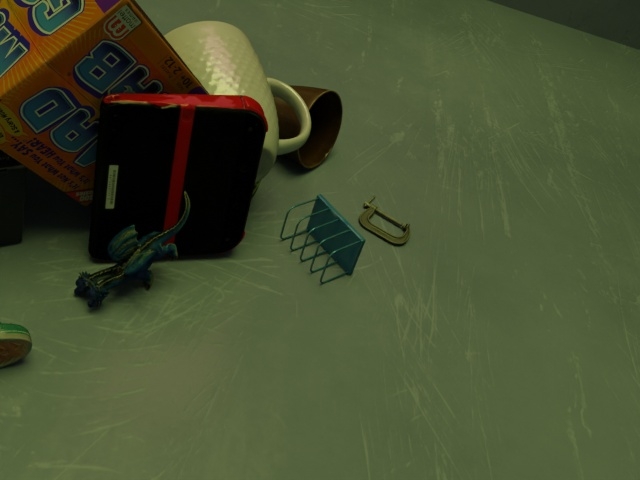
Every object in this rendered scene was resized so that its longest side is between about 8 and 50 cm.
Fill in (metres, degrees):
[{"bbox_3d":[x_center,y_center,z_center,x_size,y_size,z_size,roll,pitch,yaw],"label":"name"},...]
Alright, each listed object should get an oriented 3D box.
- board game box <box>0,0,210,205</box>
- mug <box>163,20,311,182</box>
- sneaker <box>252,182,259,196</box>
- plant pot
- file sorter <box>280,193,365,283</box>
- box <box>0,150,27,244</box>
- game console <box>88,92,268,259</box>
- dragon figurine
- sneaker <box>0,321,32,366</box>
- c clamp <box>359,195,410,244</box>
[{"bbox_3d":[-0.506,-0.363,1.527,0.356,0.356,0.356,-38,62,1],"label":"board game box"},{"bbox_3d":[-0.195,-0.295,1.785,0.374,0.276,0.328,-6,59,-30],"label":"mug"},{"bbox_3d":[-0.185,-0.210,1.943,0.111,0.121,0.299,6,60,4],"label":"sneaker"},{"bbox_3d":[-0.093,-0.335,2.070,0.231,0.215,0.215,24,38,24],"label":"plant pot"},{"bbox_3d":[0.000,0.000,1.785,0.105,0.118,0.170,-23,56,-35],"label":"file sorter"},{"bbox_3d":[-0.805,-0.173,1.545,0.294,0.212,0.395,-12,49,-34],"label":"box"},{"bbox_3d":[-0.295,-0.125,1.580,0.342,0.386,0.060,-2,38,-25],"label":"game console"},{"bbox_3d":[-0.365,0.025,1.527,0.085,0.289,0.144,48,11,15],"label":"dragon figurine"},{"bbox_3d":[-0.661,0.157,1.320,0.302,0.108,0.121,0,49,-22],"label":"sneaker"},{"bbox_3d":[0.171,-0.053,1.991,0.161,0.022,0.137,35,41,16],"label":"c clamp"}]
